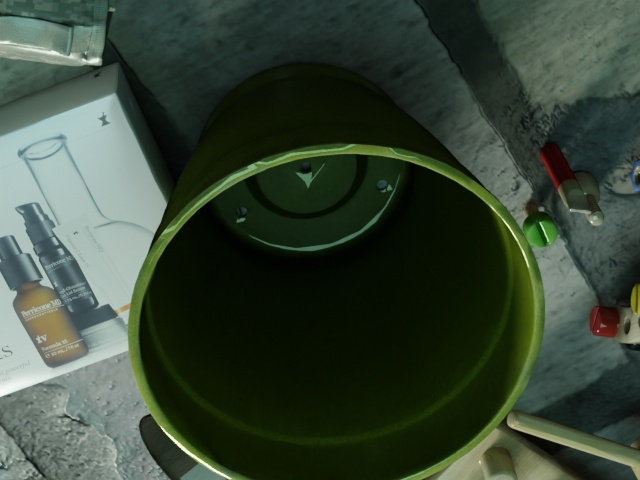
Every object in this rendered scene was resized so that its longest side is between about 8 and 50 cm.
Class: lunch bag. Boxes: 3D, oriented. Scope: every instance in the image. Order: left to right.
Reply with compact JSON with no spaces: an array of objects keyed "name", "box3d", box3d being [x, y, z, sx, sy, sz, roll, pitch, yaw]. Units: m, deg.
[{"name":"lunch bag","box3d":[-0.296,-0.250,1.324,0.235,0.287,0.169,6,118,-9]}]

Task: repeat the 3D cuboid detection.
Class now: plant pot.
[{"name":"plant pot","box3d":[0.000,0.000,1.455,0.367,0.353,0.366,-3,118,-5]}]

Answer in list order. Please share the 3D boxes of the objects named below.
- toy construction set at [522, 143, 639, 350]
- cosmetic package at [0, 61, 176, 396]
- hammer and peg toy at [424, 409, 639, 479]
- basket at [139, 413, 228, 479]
[{"name":"toy construction set","box3d":[0.367,0.038,1.582,0.309,0.237,0.257,30,112,-20]},{"name":"cosmetic package","box3d":[-0.330,0.012,1.575,0.377,0.097,0.284,-21,116,5]},{"name":"hammer and peg toy","box3d":[0.244,0.319,1.788,0.266,0.127,0.361,34,110,-20]},{"name":"basket","box3d":[-0.052,0.192,1.676,0.227,0.154,0.204,-44,115,13]}]
